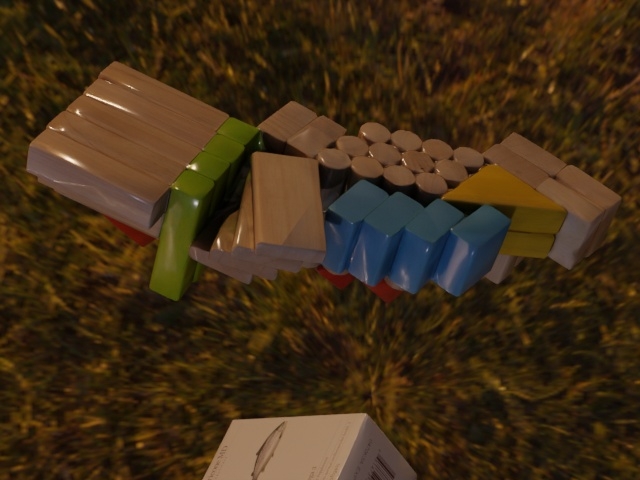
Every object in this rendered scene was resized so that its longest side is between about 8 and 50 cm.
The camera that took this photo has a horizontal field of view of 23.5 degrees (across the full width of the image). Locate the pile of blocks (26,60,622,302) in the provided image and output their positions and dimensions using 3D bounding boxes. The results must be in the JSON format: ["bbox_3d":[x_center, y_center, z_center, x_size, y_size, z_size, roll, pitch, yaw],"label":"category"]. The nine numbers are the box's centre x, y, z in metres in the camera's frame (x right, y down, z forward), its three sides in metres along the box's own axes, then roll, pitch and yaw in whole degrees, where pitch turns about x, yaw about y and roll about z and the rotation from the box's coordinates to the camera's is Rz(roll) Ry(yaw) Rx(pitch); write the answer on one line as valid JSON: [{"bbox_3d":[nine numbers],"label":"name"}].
[{"bbox_3d":[0.000,0.000,0.949,0.362,0.112,0.149,9,41,-9],"label":"pile of blocks"}]

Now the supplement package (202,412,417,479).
[{"bbox_3d":[-0.015,0.246,1.532,0.105,0.179,0.105,52,47,-31],"label":"supplement package"}]
